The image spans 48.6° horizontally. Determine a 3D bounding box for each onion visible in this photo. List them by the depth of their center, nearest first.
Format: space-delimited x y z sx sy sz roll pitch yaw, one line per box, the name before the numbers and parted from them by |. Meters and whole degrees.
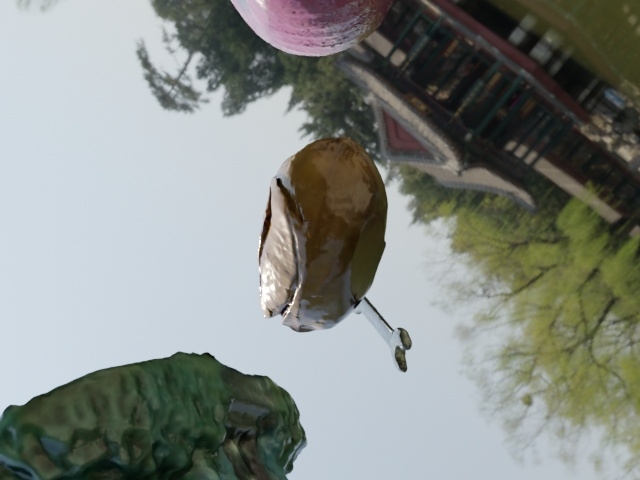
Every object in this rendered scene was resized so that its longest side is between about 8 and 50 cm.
onion | -0.052 -0.414 0.987 0.358 0.345 0.358 40 -177 -3

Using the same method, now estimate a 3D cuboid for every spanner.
spanner | 0.070 0.099 0.887 0.015 0.054 0.254 -1 -168 -11

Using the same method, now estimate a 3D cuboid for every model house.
model house | -0.073 0.232 0.410 0.241 0.226 0.261 48 -172 29

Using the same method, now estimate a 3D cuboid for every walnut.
walnut | 0.000 0.000 0.727 0.137 0.245 0.137 5 -139 -5
